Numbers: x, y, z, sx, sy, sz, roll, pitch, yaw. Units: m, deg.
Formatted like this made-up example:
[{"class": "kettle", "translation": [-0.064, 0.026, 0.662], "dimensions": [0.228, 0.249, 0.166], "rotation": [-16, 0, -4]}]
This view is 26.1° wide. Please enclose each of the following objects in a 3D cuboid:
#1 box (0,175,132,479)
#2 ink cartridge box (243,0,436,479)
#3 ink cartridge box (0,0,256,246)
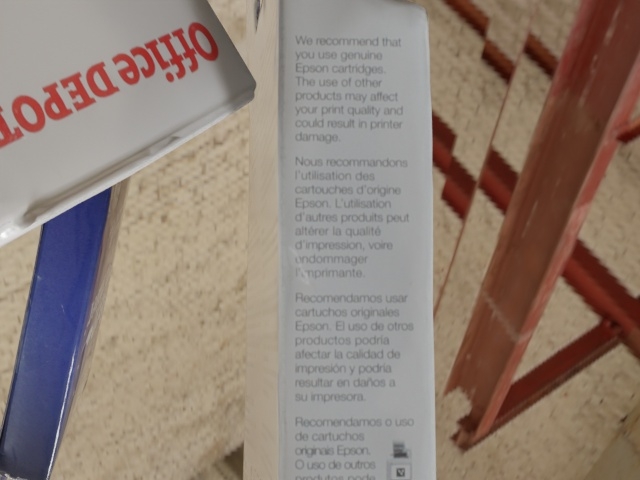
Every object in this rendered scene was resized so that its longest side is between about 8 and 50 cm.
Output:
[{"class": "box", "translation": [-0.144, 0.040, 0.783], "dimensions": [0.036, 0.225, 0.136], "rotation": [14, -164, -5]}, {"class": "ink cartridge box", "translation": [0.000, 0.000, 0.664], "dimensions": [0.071, 0.324, 0.330], "rotation": [2, -94, -5]}, {"class": "ink cartridge box", "translation": [-0.166, -0.122, 0.474], "dimensions": [0.273, 0.114, 0.198], "rotation": [59, -152, -6]}]
